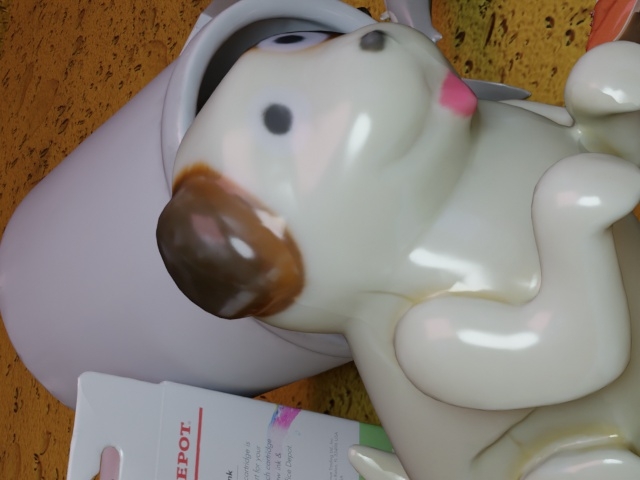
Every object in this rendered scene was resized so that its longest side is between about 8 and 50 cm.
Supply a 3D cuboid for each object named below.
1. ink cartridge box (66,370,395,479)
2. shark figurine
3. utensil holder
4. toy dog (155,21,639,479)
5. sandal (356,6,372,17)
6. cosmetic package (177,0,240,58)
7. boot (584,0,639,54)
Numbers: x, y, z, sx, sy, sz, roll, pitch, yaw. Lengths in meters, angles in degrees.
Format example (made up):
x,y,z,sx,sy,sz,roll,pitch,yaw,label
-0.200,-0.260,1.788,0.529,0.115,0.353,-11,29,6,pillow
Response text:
x,y,z,sx,sy,sz,roll,pitch,yaw,label
-0.088,0.253,1.076,0.119,0.354,0.207,-28,52,50,ink cartridge box
0.121,-0.258,1.242,0.116,0.166,0.278,-38,43,29,shark figurine
-0.095,-0.005,1.136,0.385,0.328,0.327,-27,51,46,utensil holder
0.093,0.016,0.803,0.395,0.408,0.284,-26,30,50,toy dog
-0.011,-0.197,1.497,0.120,0.086,0.303,-37,-3,-34,sandal
-0.158,-0.189,1.586,0.284,0.098,0.377,-62,7,19,cosmetic package
0.262,-0.177,1.061,0.158,0.059,0.084,-56,29,8,boot
